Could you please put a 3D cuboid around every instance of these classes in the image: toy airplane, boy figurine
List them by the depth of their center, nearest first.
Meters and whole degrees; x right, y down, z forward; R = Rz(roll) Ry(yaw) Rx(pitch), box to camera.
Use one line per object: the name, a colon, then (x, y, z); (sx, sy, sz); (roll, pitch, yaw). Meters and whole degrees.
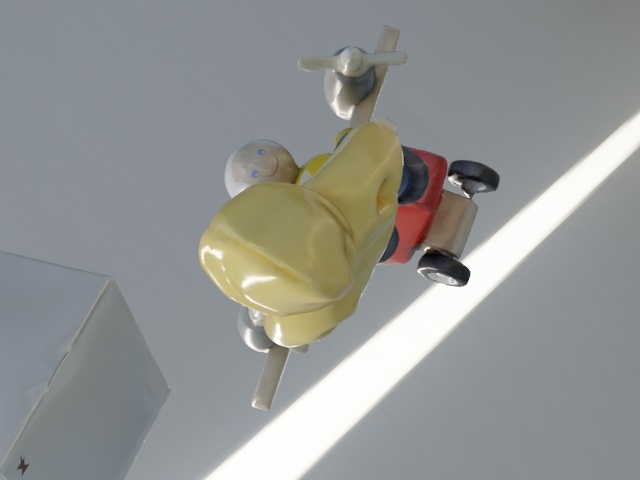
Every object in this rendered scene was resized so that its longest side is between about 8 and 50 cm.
boy figurine: (0.000, 0.000, 0.784); (0.092, 0.177, 0.285); (29, -161, 10)
toy airplane: (0.004, -0.042, 1.392); (0.272, 0.384, 0.386); (23, -149, -19)

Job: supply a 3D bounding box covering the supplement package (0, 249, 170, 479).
supplement package: (-0.305, 0.116, 0.937); (0.292, 0.175, 0.178); (13, -124, 21)
